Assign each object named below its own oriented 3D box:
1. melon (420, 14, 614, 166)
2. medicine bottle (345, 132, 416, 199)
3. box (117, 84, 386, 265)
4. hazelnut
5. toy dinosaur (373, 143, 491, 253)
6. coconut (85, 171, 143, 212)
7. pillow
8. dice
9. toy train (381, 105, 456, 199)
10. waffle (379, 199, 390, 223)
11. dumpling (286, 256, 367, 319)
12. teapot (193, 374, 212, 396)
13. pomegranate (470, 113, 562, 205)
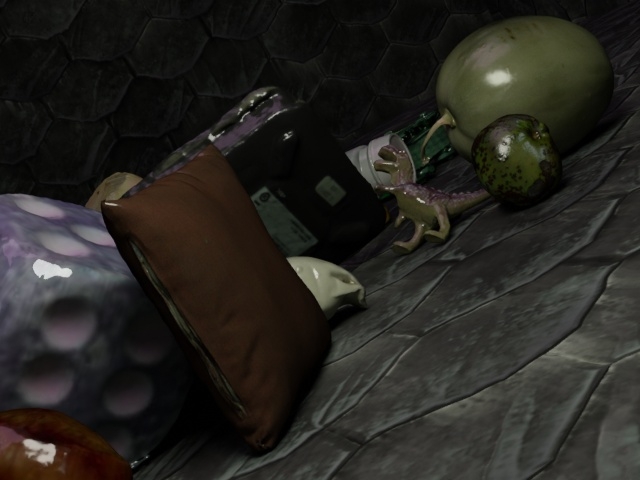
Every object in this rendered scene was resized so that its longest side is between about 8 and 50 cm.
[{"bbox_3d":[0.333,-0.246,1.597,0.308,0.272,0.271,-22,4,-33],"label":"melon"},{"bbox_3d":[0.026,-0.098,1.792,0.296,0.111,0.161,-23,12,24],"label":"medicine bottle"},{"bbox_3d":[-0.100,-0.033,1.484,0.350,0.359,0.091,-36,47,7],"label":"box"},{"bbox_3d":[-0.293,0.262,0.976,0.203,0.178,0.178,9,22,15],"label":"hazelnut"},{"bbox_3d":[0.195,-0.066,1.509,0.251,0.072,0.200,8,55,17],"label":"toy dinosaur"},{"bbox_3d":[-0.351,0.039,1.951,0.297,0.309,0.297,-47,24,28],"label":"coconut"},{"bbox_3d":[-0.105,0.048,1.104,0.108,0.308,0.305,-29,8,20],"label":"pillow"},{"bbox_3d":[-0.321,0.114,1.188,0.271,0.270,0.270,39,109,53],"label":"dice"},{"bbox_3d":[0.181,-0.182,2.123,0.202,0.120,0.301,-26,9,36],"label":"toy train"},{"bbox_3d":[0.001,0.001,1.831,0.309,0.065,0.283,-30,11,-31],"label":"waffle"},{"bbox_3d":[-0.035,0.077,1.326,0.169,0.100,0.134,-18,-9,-21],"label":"dumpling"},{"bbox_3d":[-0.166,0.127,1.336,0.183,0.184,0.251,-31,20,-13],"label":"teapot"},{"bbox_3d":[0.292,-0.113,1.415,0.125,0.138,0.163,-37,-23,8],"label":"pomegranate"}]
